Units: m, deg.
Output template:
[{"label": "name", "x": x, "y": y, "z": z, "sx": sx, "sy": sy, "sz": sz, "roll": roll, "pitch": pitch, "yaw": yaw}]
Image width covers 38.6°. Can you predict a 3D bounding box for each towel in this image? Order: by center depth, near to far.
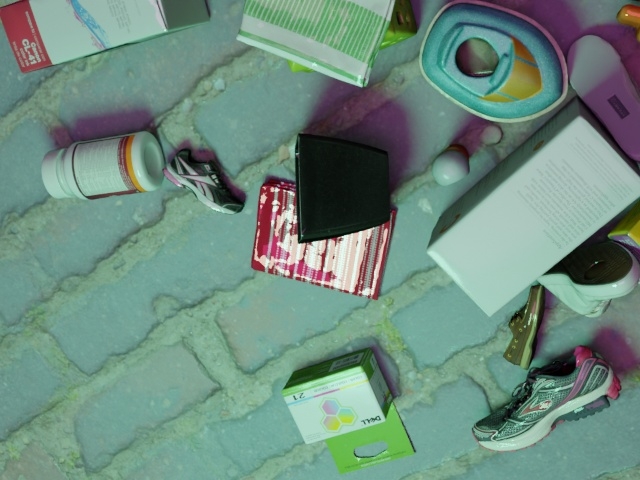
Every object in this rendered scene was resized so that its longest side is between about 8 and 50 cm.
[{"label": "towel", "x": 0.016, "y": -0.435, "z": 1.453, "sx": 0.247, "sy": 0.038, "sz": 0.325, "roll": 22, "pitch": 111, "yaw": 7}, {"label": "towel", "x": 0.000, "y": 0.000, "z": 1.821, "sx": 0.274, "sy": 0.031, "sz": 0.199, "roll": 14, "pitch": 111, "yaw": 9}]

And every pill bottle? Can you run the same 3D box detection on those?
[{"label": "pill bottle", "x": -0.435, "y": -0.146, "z": 1.833, "sx": 0.221, "sy": 0.121, "sz": 0.121, "roll": -7, "pitch": 105, "yaw": 16}]

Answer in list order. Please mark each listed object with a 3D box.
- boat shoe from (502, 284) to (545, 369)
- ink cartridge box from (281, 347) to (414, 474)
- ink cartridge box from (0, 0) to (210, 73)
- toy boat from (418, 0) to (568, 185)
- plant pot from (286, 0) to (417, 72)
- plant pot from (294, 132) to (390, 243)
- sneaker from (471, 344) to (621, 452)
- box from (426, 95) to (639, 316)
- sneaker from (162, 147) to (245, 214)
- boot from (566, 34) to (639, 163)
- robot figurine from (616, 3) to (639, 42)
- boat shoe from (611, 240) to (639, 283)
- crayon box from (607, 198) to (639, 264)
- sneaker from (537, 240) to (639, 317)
[{"label": "boat shoe", "x": 0.390, "y": 0.164, "z": 1.756, "sx": 0.060, "sy": 0.064, "sz": 0.178, "roll": 17, "pitch": 117, "yaw": 20}, {"label": "ink cartridge box", "x": 0.062, "y": 0.375, "z": 1.889, "sx": 0.188, "sy": 0.097, "sz": 0.255, "roll": -21, "pitch": 100, "yaw": 19}, {"label": "ink cartridge box", "x": -0.390, "y": -0.416, "z": 1.680, "sx": 0.306, "sy": 0.226, "sz": 0.131, "roll": -10, "pitch": 105, "yaw": 17}, {"label": "toy boat", "x": 0.282, "y": -0.248, "z": 1.607, "sx": 0.267, "sy": 0.148, "sz": 0.318, "roll": 22, "pitch": 111, "yaw": 7}, {"label": "plant pot", "x": 0.022, "y": -0.420, "z": 1.587, "sx": 0.228, "sy": 0.207, "sz": 0.227, "roll": -17, "pitch": 102, "yaw": 17}, {"label": "plant pot", "x": 0.039, "y": -0.094, "z": 1.688, "sx": 0.166, "sy": 0.188, "sz": 0.188, "roll": -2, "pitch": 87, "yaw": -3}, {"label": "sneaker", "x": 0.420, "y": 0.303, "z": 1.762, "sx": 0.299, "sy": 0.121, "sz": 0.112, "roll": -34, "pitch": 104, "yaw": 18}, {"label": "box", "x": 0.375, "y": -0.063, "z": 1.607, "sx": 0.168, "sy": 0.215, "sz": 0.345, "roll": 46, "pitch": 112, "yaw": -4}, {"label": "sneaker", "x": -0.224, "y": -0.119, "z": 1.820, "sx": 0.178, "sy": 0.072, "sz": 0.077, "roll": 32, "pitch": 101, "yaw": -4}, {"label": "boot", "x": 0.517, "y": -0.230, "z": 1.583, "sx": 0.095, "sy": 0.123, "sz": 0.258, "roll": -31, "pitch": 63, "yaw": 21}, {"label": "robot figurine", "x": 0.604, "y": -0.370, "z": 1.500, "sx": 0.219, "sy": 0.158, "sz": 0.128, "roll": 13, "pitch": 149, "yaw": 10}, {"label": "boat shoe", "x": 0.643, "y": 0.069, "z": 1.654, "sx": 0.277, "sy": 0.098, "sz": 0.096, "roll": 23, "pitch": 126, "yaw": 3}, {"label": "crayon box", "x": 0.730, "y": -0.002, "z": 1.539, "sx": 0.363, "sy": 0.106, "sz": 0.313, "roll": 43, "pitch": 88, "yaw": -2}, {"label": "sneaker", "x": 0.493, "y": 0.076, "z": 1.607, "sx": 0.123, "sy": 0.290, "sz": 0.106, "roll": 45, "pitch": 83, "yaw": -9}]
